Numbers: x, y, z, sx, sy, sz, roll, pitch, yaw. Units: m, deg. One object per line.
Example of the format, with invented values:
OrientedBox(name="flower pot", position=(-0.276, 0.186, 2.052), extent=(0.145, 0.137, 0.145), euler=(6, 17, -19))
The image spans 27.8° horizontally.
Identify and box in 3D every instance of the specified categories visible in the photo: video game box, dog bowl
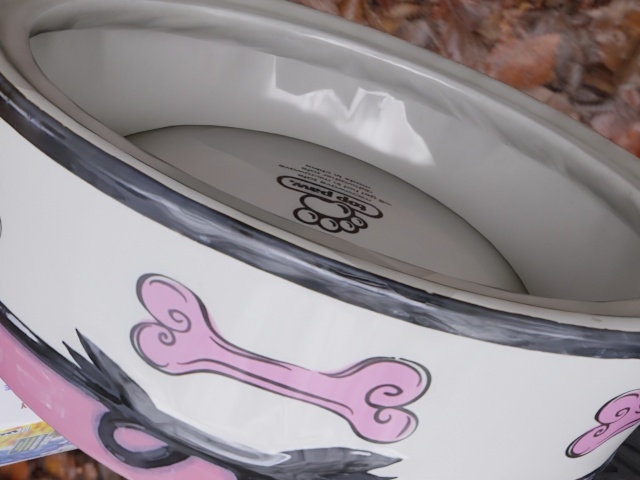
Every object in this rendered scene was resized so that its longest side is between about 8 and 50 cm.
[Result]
OrientedBox(name="video game box", position=(-0.170, 0.119, 0.956), extent=(0.187, 0.205, 0.048), euler=(-13, 78, -23))
OrientedBox(name="dog bowl", position=(0.000, 0.000, 0.669), extent=(0.408, 0.408, 0.150), euler=(16, 112, -14))

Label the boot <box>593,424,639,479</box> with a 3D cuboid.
OrientedBox(name="boot", position=(0.347, 0.164, 0.940), extent=(0.260, 0.348, 0.131), euler=(-10, 130, -50))
